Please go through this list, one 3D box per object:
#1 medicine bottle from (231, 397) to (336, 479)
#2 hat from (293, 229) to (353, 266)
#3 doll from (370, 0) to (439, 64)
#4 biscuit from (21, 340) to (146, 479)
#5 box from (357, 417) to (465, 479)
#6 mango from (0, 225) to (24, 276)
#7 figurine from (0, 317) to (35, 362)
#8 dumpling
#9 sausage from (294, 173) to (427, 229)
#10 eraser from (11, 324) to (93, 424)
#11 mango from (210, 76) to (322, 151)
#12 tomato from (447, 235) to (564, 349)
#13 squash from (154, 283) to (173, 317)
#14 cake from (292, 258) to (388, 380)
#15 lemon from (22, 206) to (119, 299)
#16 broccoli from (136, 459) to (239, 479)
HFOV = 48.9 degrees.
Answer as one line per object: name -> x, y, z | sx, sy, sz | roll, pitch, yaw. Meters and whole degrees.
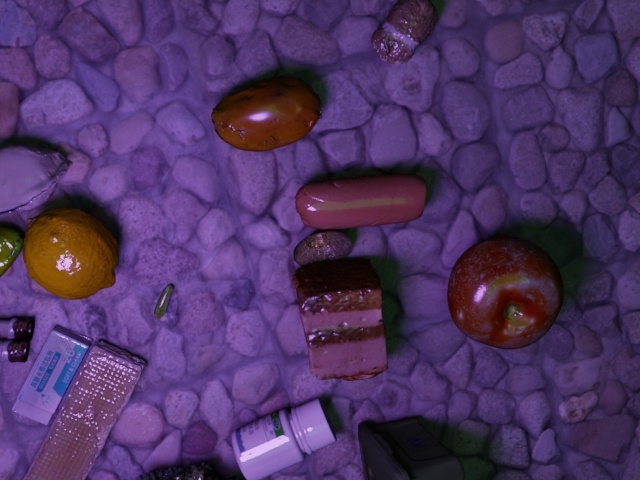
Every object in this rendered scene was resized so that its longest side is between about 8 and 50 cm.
medicine bottle -> -0.089, 0.485, 1.727 | 0.237, 0.139, 0.139 | -25, 103, -1
hat -> 0.000, 0.000, 1.683 | 0.146, 0.067, 0.146 | -10, 143, -7
doll -> 0.205, -0.495, 1.586 | 0.105, 0.115, 0.221 | 39, 88, -2
biscuit -> -0.573, 0.450, 1.696 | 0.144, 0.078, 0.426 | 27, 98, -12
box -> 0.224, 0.586, 1.694 | 0.177, 0.328, 0.253 | -11, 103, -13
mango -> -0.752, 0.035, 1.583 | 0.178, 0.100, 0.119 | -35, 96, -12
figurine -> -0.844, 0.200, 1.580 | 0.370, 0.167, 0.281 | 10, 62, -18
dumpling -> -0.664, -0.119, 1.533 | 0.247, 0.172, 0.142 | -12, 133, 2
sausage -> 0.091, -0.090, 1.640 | 0.304, 0.121, 0.121 | -5, 102, -5
eraser -> -0.638, 0.319, 1.676 | 0.095, 0.052, 0.225 | 28, 97, -12
mango -> -0.121, -0.288, 1.578 | 0.248, 0.151, 0.156 | -11, 71, 2
tomato -> 0.431, 0.116, 1.670 | 0.270, 0.222, 0.270 | -2, 122, -3
squash -> -0.376, 0.145, 1.685 | 0.027, 0.027, 0.089 | 20, 97, -10
cake -> 0.048, 0.207, 1.661 | 0.198, 0.196, 0.293 | -9, 112, -7
lemon -> -0.552, 0.029, 1.557 | 0.231, 0.192, 0.192 | 42, 94, -18
broccoli -> -0.312, 0.694, 1.683 | 0.277, 0.317, 0.338 | -1, 81, 16
